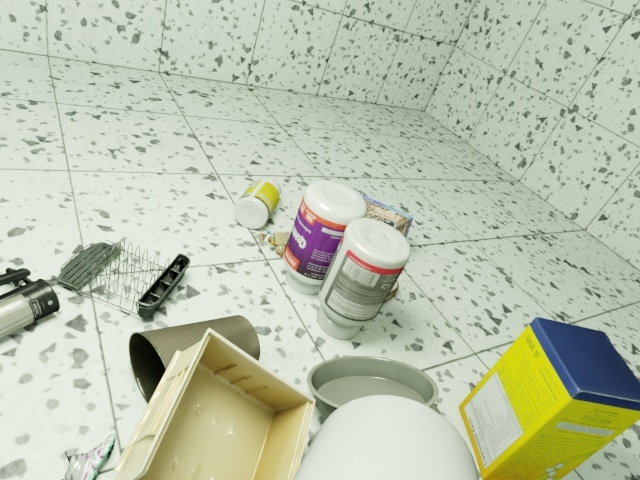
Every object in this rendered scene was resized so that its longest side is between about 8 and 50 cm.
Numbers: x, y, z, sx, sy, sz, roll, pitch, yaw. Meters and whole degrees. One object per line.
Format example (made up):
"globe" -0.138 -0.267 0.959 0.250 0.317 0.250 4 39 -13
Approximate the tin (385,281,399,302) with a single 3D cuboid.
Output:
"tin" 0.181 0.155 1.413 0.106 0.040 0.189 42 38 20

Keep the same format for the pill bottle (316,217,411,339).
"pill bottle" 0.098 0.113 1.166 0.176 0.319 0.176 15 35 -11

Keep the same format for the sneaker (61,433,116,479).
"sneaker" -0.411 0.377 0.766 0.069 0.038 0.098 21 33 -3

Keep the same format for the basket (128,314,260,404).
"basket" -0.257 0.250 0.938 0.226 0.154 0.204 -13 45 -46

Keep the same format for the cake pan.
"cake pan" 0.114 0.340 0.986 0.293 0.054 0.293 2 7 0

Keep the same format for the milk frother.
"milk frother" -0.669 0.129 0.934 0.143 0.129 0.134 -10 15 36

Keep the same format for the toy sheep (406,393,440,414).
"toy sheep" 0.228 0.408 1.040 0.132 0.091 0.091 15 34 -21

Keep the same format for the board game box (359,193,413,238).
"board game box" 0.145 -0.026 1.517 0.232 0.141 0.291 27 33 25

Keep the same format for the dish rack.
"dish rack" -0.497 0.078 1.105 0.271 0.074 0.208 22 33 0

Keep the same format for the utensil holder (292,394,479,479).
"utensil holder" 0.084 0.450 0.612 0.327 0.328 0.385 28 14 10

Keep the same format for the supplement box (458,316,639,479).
"supplement box" 0.507 0.376 0.994 0.195 0.357 0.194 14 35 -13

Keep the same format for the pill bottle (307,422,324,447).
"pill bottle" 0.045 0.443 0.895 0.137 0.078 0.078 41 38 25

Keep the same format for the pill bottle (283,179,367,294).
"pill bottle" 0.000 0.000 1.265 0.181 0.323 0.181 15 34 -10

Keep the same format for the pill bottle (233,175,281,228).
"pill bottle" -0.212 -0.139 1.524 0.119 0.119 0.208 22 34 0

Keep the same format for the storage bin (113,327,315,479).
"storage bin" -0.169 0.343 0.750 0.262 0.123 0.260 41 41 -22

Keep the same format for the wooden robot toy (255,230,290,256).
"wooden robot toy" -0.127 0.016 1.428 0.173 0.076 0.079 2 74 -27
